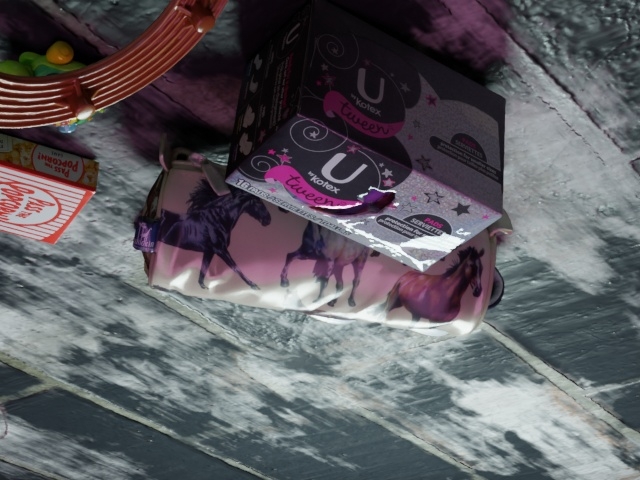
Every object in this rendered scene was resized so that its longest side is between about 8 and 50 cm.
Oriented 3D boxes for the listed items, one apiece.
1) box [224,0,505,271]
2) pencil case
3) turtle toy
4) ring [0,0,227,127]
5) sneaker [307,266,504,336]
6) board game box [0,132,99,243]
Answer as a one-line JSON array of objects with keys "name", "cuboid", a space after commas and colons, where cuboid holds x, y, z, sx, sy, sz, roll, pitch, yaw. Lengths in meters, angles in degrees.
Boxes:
[{"name": "box", "cuboid": [0.051, -0.102, 1.326, 0.247, 0.163, 0.142, 24, 141, -23]}, {"name": "pencil case", "cuboid": [0.000, 0.000, 1.493, 0.410, 0.160, 0.183, 9, 139, -2]}, {"name": "turtle toy", "cuboid": [-0.280, -0.156, 1.363, 0.130, 0.066, 0.095, 22, 144, -32]}, {"name": "ring", "cuboid": [-0.203, -0.211, 1.121, 0.336, 0.032, 0.336, -27, 153, -15]}, {"name": "sneaker", "cuboid": [0.103, 0.049, 1.672, 0.282, 0.099, 0.153, 12, 154, -32]}, {"name": "board game box", "cuboid": [-0.376, -0.068, 1.542, 0.193, 0.045, 0.147, 16, 147, -24]}]
